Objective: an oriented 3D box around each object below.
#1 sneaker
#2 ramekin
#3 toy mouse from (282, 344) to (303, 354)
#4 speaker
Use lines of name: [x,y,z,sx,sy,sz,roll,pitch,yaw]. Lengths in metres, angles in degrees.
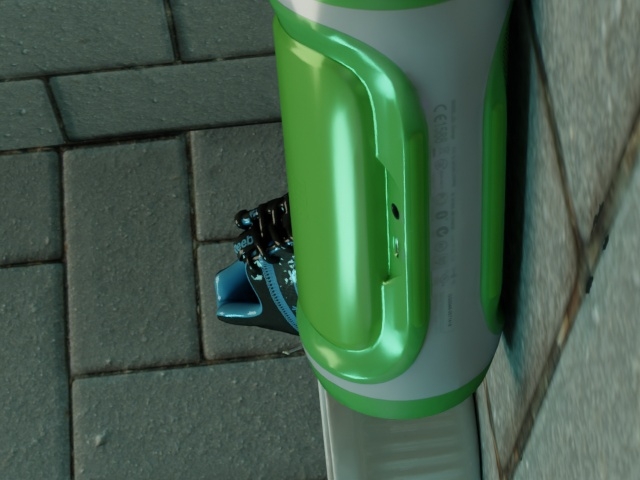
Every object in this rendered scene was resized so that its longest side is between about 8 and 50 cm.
sneaker: [0.000,0.000,1.213,0.341,0.139,0.125,117,151,-54]
ramekin: [0.057,0.141,1.063,0.207,0.109,0.207,174,90,-87]
toy mouse: [0.032,0.101,1.390,0.031,0.143,0.161,124,139,-52]
speaker: [0.040,-0.044,0.740,0.131,0.131,0.297,-98,3,-51]
